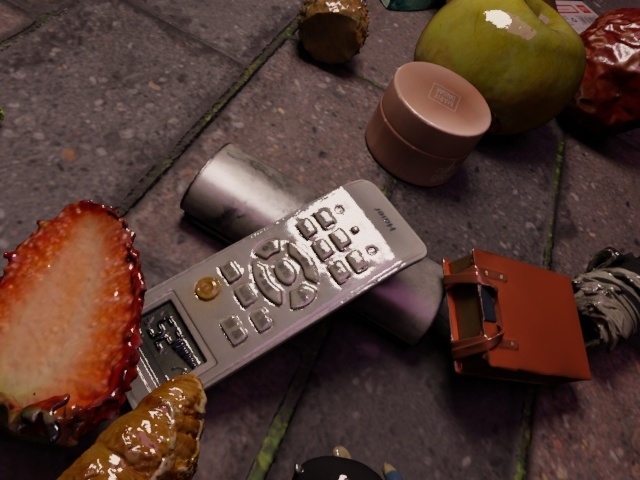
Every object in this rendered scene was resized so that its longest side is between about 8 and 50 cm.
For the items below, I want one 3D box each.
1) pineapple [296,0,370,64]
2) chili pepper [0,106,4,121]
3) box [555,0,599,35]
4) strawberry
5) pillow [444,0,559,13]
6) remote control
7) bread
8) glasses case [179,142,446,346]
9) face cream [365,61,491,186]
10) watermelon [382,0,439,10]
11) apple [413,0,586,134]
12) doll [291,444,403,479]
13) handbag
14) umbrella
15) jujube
[{"bbox_3d":[0.029,-0.389,0.931,0.125,0.125,0.251,20,44,-9],"label":"pineapple"},{"bbox_3d":[-0.380,-0.151,0.618,0.091,0.034,0.030,38,15,8],"label":"chili pepper"},{"bbox_3d":[0.538,-0.474,1.267,0.229,0.050,0.123,-15,60,-32],"label":"box"},{"bbox_3d":[-0.196,0.072,0.468,0.167,0.087,0.208,9,52,19],"label":"strawberry"},{"bbox_3d":[0.338,-0.525,1.126,0.305,0.108,0.308,5,65,-29],"label":"pillow"},{"bbox_3d":[-0.048,0.049,0.554,0.313,0.055,0.109,-29,68,-17],"label":"remote control"},{"bbox_3d":[-0.153,0.194,0.397,0.076,0.105,0.233,38,54,15],"label":"bread"},{"bbox_3d":[0.000,0.000,0.645,0.299,0.060,0.114,31,53,1],"label":"glasses case"},{"bbox_3d":[0.150,-0.164,0.812,0.149,0.104,0.149,12,50,-15],"label":"face cream"},{"bbox_3d":[0.143,-0.564,1.145,0.154,0.094,0.241,-11,57,-39],"label":"watermelon"},{"bbox_3d":[0.281,-0.287,0.908,0.261,0.194,0.261,18,46,-19],"label":"apple"},{"bbox_3d":[0.042,0.230,0.477,0.179,0.089,0.102,41,44,-22],"label":"doll"},{"bbox_3d":[0.216,0.089,0.633,0.190,0.063,0.127,14,63,-36],"label":"handbag"},{"bbox_3d":[0.452,0.050,0.782,0.357,0.106,0.113,-15,58,-33],"label":"umbrella"},{"bbox_3d":[0.531,-0.304,1.021,0.213,0.213,0.232,33,41,3],"label":"jujube"}]
